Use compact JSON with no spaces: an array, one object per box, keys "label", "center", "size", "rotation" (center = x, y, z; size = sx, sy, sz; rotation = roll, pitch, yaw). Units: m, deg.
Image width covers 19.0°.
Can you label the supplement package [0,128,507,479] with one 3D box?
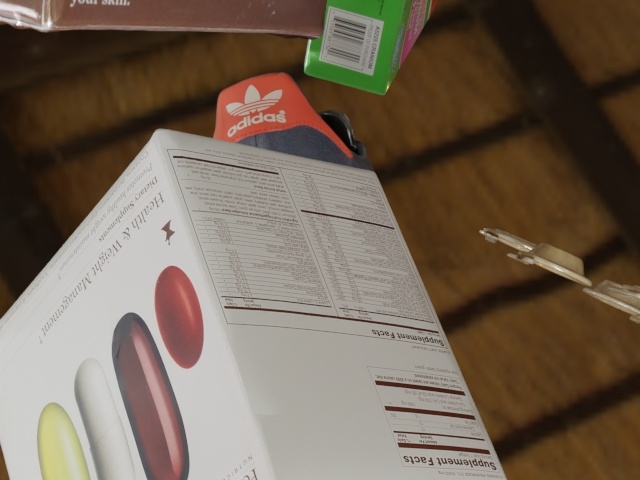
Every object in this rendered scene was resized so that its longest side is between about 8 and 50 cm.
[{"label":"supplement package","center":[-0.047,0.090,0.961],"size":[0.149,0.194,0.203],"rotation":[9,-133,-39]}]

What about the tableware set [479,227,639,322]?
[{"label":"tableware set","center":[0.191,0.030,1.355],"size":[0.169,0.020,0.141],"rotation":[24,179,-8]}]

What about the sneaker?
[{"label":"sneaker","center":[0.000,0.000,1.300],"size":[0.131,0.350,0.148],"rotation":[-12,-113,3]}]

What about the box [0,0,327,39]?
[{"label":"box","center":[-0.080,-0.293,0.896],"size":[0.143,0.381,0.191],"rotation":[20,-164,39]}]

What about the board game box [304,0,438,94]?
[{"label":"board game box","center":[0.079,-0.286,1.441],"size":[0.064,0.242,0.316],"rotation":[17,-146,8]}]
